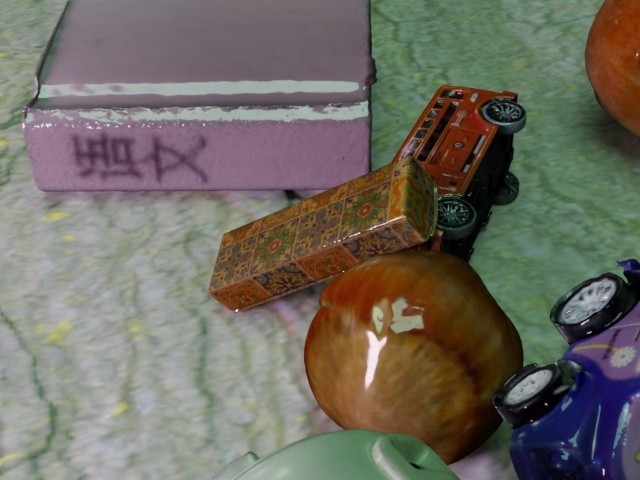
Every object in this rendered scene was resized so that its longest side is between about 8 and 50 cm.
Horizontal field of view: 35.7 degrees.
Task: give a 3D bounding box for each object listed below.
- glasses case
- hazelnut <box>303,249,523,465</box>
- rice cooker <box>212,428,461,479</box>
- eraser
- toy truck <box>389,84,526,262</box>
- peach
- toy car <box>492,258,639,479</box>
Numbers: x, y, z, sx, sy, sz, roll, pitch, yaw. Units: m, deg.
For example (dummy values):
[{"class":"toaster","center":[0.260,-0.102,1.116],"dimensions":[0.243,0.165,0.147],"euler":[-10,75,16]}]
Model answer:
[{"class":"glasses case","center":[0.000,0.000,0.893],"dimensions":[0.218,0.049,0.075],"euler":[-21,41,32]},{"class":"hazelnut","center":[0.073,0.083,0.794],"dimensions":[0.182,0.182,0.182],"euler":[-1,44,1]},{"class":"rice cooker","center":[0.031,0.248,0.589],"dimensions":[0.226,0.226,0.244],"euler":[-24,47,-21]},{"class":"eraser","center":[-0.120,-0.174,1.113],"dimensions":[0.359,0.122,0.272],"euler":[0,42,1]},{"class":"toy truck","center":[0.121,-0.047,0.978],"dimensions":[0.114,0.107,0.253],"euler":[16,45,19]},{"class":"peach","center":[0.411,-0.194,1.059],"dimensions":[0.235,0.214,0.214],"euler":[31,53,21]},{"class":"toy car","center":[0.252,0.124,0.713],"dimensions":[0.172,0.158,0.235],"euler":[51,58,-10]}]
